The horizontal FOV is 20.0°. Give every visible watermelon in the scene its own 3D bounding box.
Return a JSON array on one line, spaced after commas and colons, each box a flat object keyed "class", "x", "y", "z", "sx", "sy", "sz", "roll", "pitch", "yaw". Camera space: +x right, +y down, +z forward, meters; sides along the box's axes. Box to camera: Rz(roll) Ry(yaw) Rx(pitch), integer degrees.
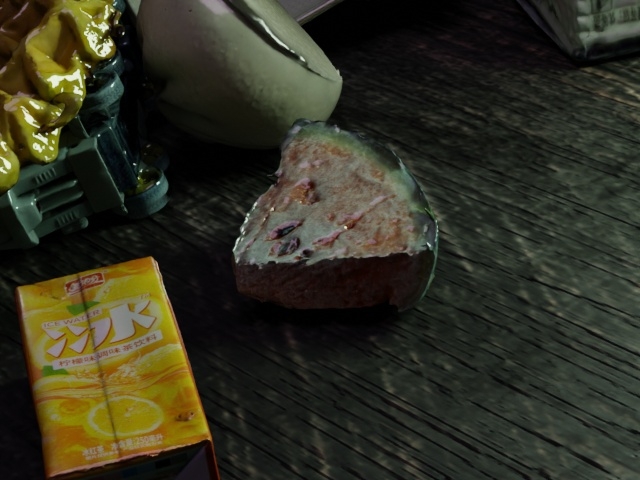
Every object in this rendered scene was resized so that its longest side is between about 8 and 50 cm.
[{"class": "watermelon", "x": 0.000, "y": 0.000, "z": 1.227, "sx": 0.139, "sy": 0.071, "sz": 0.187, "roll": -26, "pitch": 41, "yaw": -16}]

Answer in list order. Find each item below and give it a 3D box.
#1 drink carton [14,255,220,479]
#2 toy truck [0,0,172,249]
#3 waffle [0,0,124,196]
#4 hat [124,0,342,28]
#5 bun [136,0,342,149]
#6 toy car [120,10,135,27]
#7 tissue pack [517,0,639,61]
[{"class": "drink carton", "x": -0.121, "y": 0.096, "z": 1.078, "sx": 0.096, "sy": 0.071, "sz": 0.223, "roll": -13, "pitch": 29, "yaw": -8}, {"class": "toy truck", "x": -0.199, "y": -0.088, "z": 1.393, "sx": 0.140, "sy": 0.108, "sz": 0.257, "roll": -20, "pitch": 32, "yaw": 6}, {"class": "waffle", "x": -0.263, "y": -0.084, "z": 1.303, "sx": 0.329, "sy": 0.062, "sz": 0.329, "roll": -33, "pitch": 30, "yaw": 22}, {"class": "hat", "x": -0.036, "y": -0.264, "z": 1.638, "sx": 0.301, "sy": 0.168, "sz": 0.258, "roll": -41, "pitch": 74, "yaw": -11}, {"class": "bun", "x": -0.072, "y": -0.134, "z": 1.400, "sx": 0.120, "sy": 0.173, "sz": 0.173, "roll": -45, "pitch": 29, "yaw": 10}, {"class": "toy car", "x": -0.235, "y": -0.285, "z": 1.729, "sx": 0.256, "sy": 0.101, "sz": 0.124, "roll": 21, "pitch": 70, "yaw": 41}, {"class": "tissue pack", "x": 0.343, "y": -0.277, "z": 1.574, "sx": 0.361, "sy": 0.122, "sz": 0.259, "roll": -15, "pitch": 28, "yaw": -7}]
